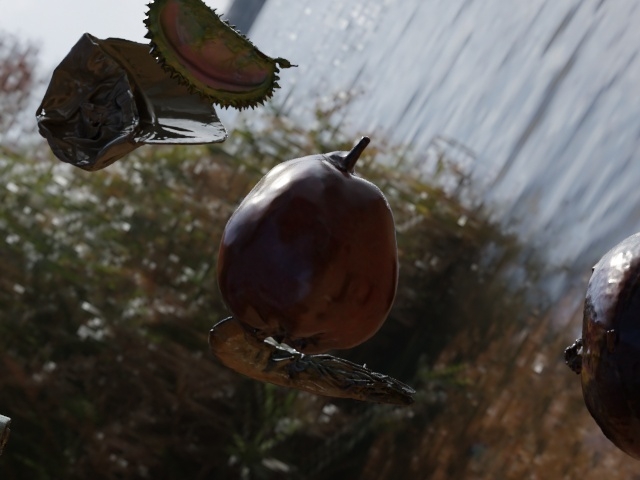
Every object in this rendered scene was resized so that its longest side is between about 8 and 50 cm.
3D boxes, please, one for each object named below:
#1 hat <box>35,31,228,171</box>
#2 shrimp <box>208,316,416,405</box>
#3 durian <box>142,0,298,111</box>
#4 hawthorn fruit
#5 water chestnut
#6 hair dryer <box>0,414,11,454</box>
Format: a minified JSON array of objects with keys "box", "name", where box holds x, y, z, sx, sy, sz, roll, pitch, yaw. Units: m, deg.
[{"box":[-0.269,-0.171,1.931,0.149,0.245,0.214,-41,54,26],"name":"hat"},{"box":[-0.009,0.160,1.845,0.169,0.296,0.058,98,-176,-59],"name":"shrimp"},{"box":[-0.156,-0.254,1.880,0.137,0.221,0.095,-57,4,-14],"name":"durian"},{"box":[0.000,0.000,1.488,0.248,0.208,0.208,-66,8,-13],"name":"hawthorn fruit"},{"box":[0.476,0.148,1.909,0.302,0.350,0.350,-5,51,48],"name":"water chestnut"},{"box":[-0.411,0.192,1.316,0.225,0.219,0.088,-114,34,-56],"name":"hair dryer"}]
